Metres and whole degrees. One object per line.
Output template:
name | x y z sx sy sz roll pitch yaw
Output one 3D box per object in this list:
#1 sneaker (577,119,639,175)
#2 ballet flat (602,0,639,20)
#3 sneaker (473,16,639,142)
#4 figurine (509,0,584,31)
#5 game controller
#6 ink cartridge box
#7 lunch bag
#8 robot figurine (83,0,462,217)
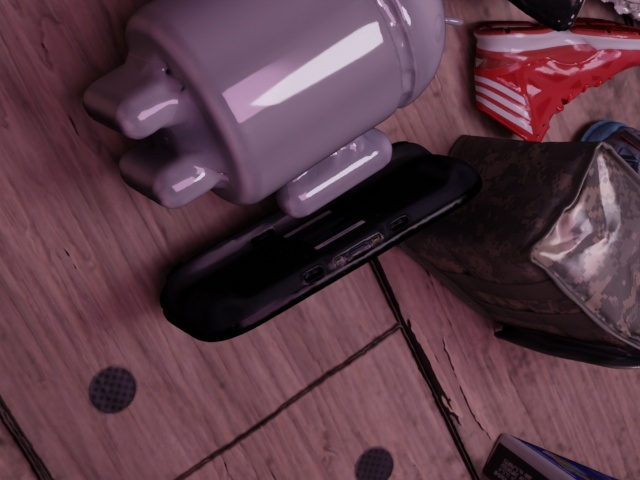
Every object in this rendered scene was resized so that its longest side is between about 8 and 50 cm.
sneaker | 0.380 -0.014 1.455 0.104 0.125 0.262 -44 116 -12
ballet flat | 0.319 -0.314 1.357 0.408 0.147 0.147 13 95 -28
sneaker | 0.261 -0.170 1.398 0.221 0.087 0.128 -1 110 -15
figurine | 0.184 -0.335 1.227 0.209 0.092 0.215 24 117 -1
game controller | 0.000 0.000 1.240 0.319 0.166 0.067 -30 119 -18
ink cartridge box | 0.378 0.333 1.426 0.307 0.303 0.072 26 91 -28
lunch bag | 0.261 0.034 1.341 0.287 0.235 0.169 40 76 -27
robot figurine | -0.033 -0.168 1.168 0.353 0.199 0.300 -33 121 -17
